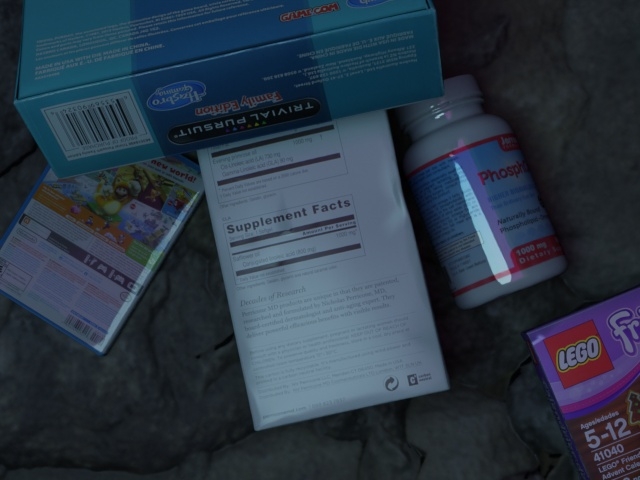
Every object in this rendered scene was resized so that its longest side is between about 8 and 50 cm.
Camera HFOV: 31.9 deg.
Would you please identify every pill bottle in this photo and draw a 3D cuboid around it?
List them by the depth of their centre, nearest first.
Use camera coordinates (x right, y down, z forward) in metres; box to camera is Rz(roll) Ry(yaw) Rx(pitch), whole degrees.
[{"bbox_3d":[0.113,-0.036,0.822,0.087,0.087,0.160,-22,84,2],"label":"pill bottle"}]

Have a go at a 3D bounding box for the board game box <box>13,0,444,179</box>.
[{"bbox_3d":[-0.071,-0.214,0.779,0.254,0.079,0.336,-11,52,4],"label":"board game box"}]

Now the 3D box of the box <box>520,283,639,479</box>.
[{"bbox_3d":[0.319,0.104,0.807,0.293,0.057,0.200,-23,84,2],"label":"box"}]

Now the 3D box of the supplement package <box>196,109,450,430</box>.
[{"bbox_3d":[0.000,0.000,0.803,0.134,0.139,0.244,-13,82,3],"label":"supplement package"}]

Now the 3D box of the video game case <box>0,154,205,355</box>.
[{"bbox_3d":[-0.176,-0.010,0.880,0.119,0.015,0.166,31,88,7],"label":"video game case"}]
